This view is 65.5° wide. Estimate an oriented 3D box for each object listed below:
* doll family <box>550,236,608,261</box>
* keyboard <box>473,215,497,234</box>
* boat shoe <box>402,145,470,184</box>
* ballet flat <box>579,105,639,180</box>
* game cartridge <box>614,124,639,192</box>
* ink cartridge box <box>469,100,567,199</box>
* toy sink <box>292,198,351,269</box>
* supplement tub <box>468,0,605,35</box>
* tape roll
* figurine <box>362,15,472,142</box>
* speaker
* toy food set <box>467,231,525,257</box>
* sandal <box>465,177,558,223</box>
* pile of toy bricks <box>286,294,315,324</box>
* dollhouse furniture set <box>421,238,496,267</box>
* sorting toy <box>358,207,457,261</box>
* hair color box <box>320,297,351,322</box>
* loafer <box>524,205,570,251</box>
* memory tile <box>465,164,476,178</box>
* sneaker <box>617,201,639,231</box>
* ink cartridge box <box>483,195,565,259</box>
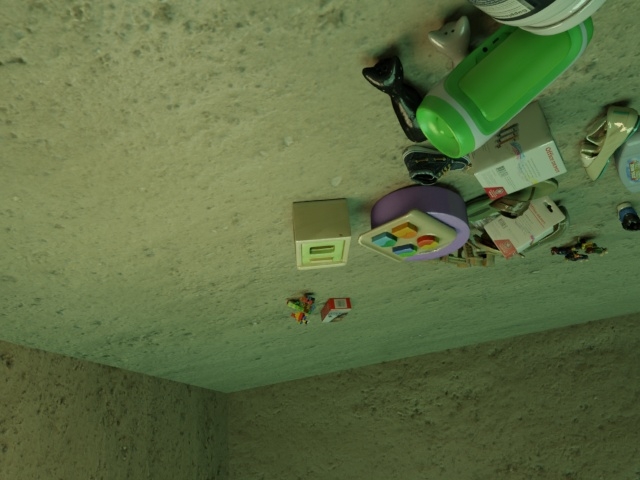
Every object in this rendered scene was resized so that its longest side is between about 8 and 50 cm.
[{"bbox_3d":[0.934,0.040,1.813,0.111,0.076,0.193,3,155,-29],"label":"doll family"},{"bbox_3d":[0.560,-0.039,1.623,0.072,0.014,0.256,-22,150,27],"label":"keyboard"},{"bbox_3d":[0.287,-0.174,1.206,0.183,0.083,0.065,2,152,-19],"label":"boat shoe"},{"bbox_3d":[0.681,-0.235,1.211,0.086,0.086,0.248,-8,152,1],"label":"ballet flat"},{"bbox_3d":[0.875,-0.218,1.281,0.198,0.062,0.297,-19,149,27],"label":"game cartridge"},{"bbox_3d":[0.442,-0.201,1.131,0.176,0.127,0.128,-21,143,28],"label":"ink cartridge box"},{"bbox_3d":[0.000,0.000,1.425,0.152,0.131,0.234,-4,154,-5],"label":"toy sink"},{"bbox_3d":[0.241,-0.397,0.630,0.272,0.191,0.191,11,148,-33],"label":"supplement tub"},{"bbox_3d":[0.282,-0.042,1.425,0.274,0.090,0.275,1,150,1],"label":"tape roll"},{"bbox_3d":[0.214,-0.304,0.935,0.214,0.092,0.209,-24,145,27],"label":"figurine"},{"bbox_3d":[0.304,-0.274,0.830,0.296,0.131,0.131,-41,151,-4],"label":"speaker"},{"bbox_3d":[0.547,0.005,1.573,0.192,0.132,0.039,8,109,-21],"label":"toy food set"},{"bbox_3d":[0.530,-0.096,1.414,0.120,0.086,0.302,21,144,-37],"label":"sandal"},{"bbox_3d":[-0.088,0.271,2.004,0.105,0.118,0.212,20,172,8],"label":"pile of toy bricks"},{"bbox_3d":[0.435,0.025,1.579,0.181,0.101,0.161,9,172,-30],"label":"dollhouse furniture set"},{"bbox_3d":[0.238,-0.003,1.365,0.193,0.038,0.208,23,143,-34],"label":"sorting toy"},{"bbox_3d":[0.064,0.300,2.129,0.093,0.053,0.167,-1,154,-14],"label":"hair color box"},{"bbox_3d":[0.691,-0.028,1.589,0.087,0.094,0.251,-3,154,-18],"label":"loafer"},{"bbox_3d":[0.457,-0.200,1.278,0.113,0.012,0.148,17,144,-40],"label":"memory tile"},{"bbox_3d":[1.009,-0.060,1.617,0.058,0.085,0.152,-22,150,27],"label":"sneaker"},{"bbox_3d":[0.603,-0.046,1.469,0.198,0.115,0.067,-34,155,15],"label":"ink cartridge box"}]
